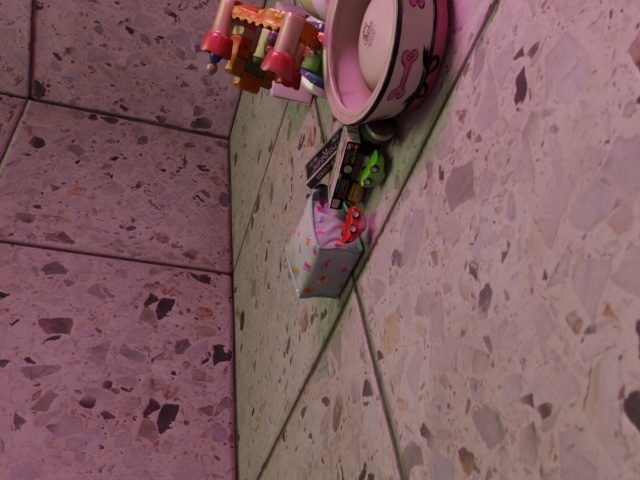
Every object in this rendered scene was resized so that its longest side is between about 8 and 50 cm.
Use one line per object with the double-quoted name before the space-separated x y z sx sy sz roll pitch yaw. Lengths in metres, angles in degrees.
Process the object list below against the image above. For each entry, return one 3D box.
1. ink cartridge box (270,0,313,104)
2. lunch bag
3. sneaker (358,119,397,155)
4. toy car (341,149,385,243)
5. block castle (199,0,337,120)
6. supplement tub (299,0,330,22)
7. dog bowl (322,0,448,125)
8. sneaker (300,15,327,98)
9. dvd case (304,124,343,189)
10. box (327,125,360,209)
"ink cartridge box" -0.108 -0.741 2.491 0.395 0.166 0.286 -108 32 -57
"lunch bag" 0.000 0.000 1.778 0.262 0.160 0.224 -105 28 -42
"sneaker" 0.137 -0.258 1.622 0.222 0.083 0.118 -93 14 -64
"toy car" 0.116 -0.131 1.632 0.239 0.053 0.225 -90 23 -48
"block castle" -0.098 -0.494 1.782 0.302 0.453 0.213 25 101 26
"supplement tub" 0.064 -0.736 1.821 0.325 0.235 0.236 -118 40 -63
"dog bowl" 0.145 -0.469 1.481 0.408 0.150 0.409 180 90 -69
"sneaker" 0.010 -0.654 2.138 0.236 0.130 0.323 -57 36 33
"dvd case" 0.023 -0.249 1.850 0.179 0.029 0.239 -46 15 12
"box" 0.059 -0.197 1.663 0.114 0.036 0.207 -92 14 -52
